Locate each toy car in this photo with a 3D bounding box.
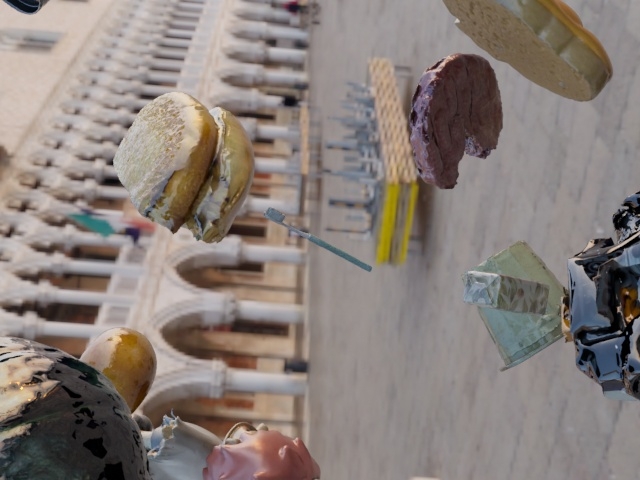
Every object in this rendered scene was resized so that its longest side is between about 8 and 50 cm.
[{"bbox_3d":[0.347,0.041,0.775,0.118,0.301,0.193,54,-147,-44],"label":"toy car"}]

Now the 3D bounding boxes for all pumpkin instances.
[{"bbox_3d":[-0.268,0.236,0.754,0.238,0.315,0.315,-11,-75,-47],"label":"pumpkin"}]

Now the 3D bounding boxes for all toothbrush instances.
[{"bbox_3d":[0.000,0.000,1.192,0.014,0.167,0.011,-52,26,20],"label":"toothbrush"}]

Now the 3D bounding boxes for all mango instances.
[{"bbox_3d":[-0.248,0.167,1.133,0.165,0.089,0.115,-56,9,50],"label":"mango"}]

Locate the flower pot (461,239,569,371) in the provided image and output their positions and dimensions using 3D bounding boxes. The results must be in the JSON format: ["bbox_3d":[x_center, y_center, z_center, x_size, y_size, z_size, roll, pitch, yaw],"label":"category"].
[{"bbox_3d":[0.389,0.113,1.826,0.203,0.212,0.212,62,170,9],"label":"flower pot"}]

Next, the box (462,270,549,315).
[{"bbox_3d":[0.231,0.066,1.181,0.062,0.098,0.045,6,87,56],"label":"box"}]

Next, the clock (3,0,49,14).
[{"bbox_3d":[-0.421,-0.389,1.262,0.040,0.184,0.184,-45,-16,-25],"label":"clock"}]

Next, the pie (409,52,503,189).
[{"bbox_3d":[0.214,-0.190,1.491,0.218,0.054,0.205,-26,-62,-42],"label":"pie"}]

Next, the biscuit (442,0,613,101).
[{"bbox_3d":[0.182,-0.192,0.841,0.050,0.170,0.170,-52,5,1],"label":"biscuit"}]

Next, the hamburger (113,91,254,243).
[{"bbox_3d":[-0.159,-0.099,1.223,0.157,0.144,0.283,-53,32,7],"label":"hamburger"}]

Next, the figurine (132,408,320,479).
[{"bbox_3d":[-0.107,0.313,1.295,0.166,0.386,0.207,-55,-42,-45],"label":"figurine"}]
